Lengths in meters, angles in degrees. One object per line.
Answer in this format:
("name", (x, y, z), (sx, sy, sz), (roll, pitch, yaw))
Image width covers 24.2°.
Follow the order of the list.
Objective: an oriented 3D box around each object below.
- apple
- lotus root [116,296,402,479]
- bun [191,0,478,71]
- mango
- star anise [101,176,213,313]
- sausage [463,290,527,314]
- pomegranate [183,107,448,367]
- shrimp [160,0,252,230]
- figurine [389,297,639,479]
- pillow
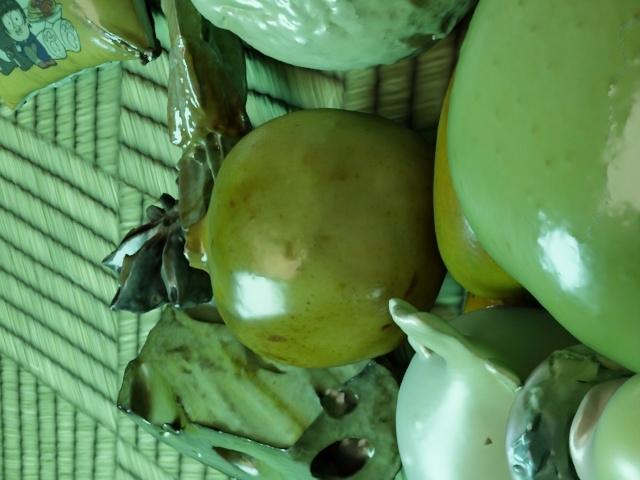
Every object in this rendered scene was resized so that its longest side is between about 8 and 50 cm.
("apple", (0.258, -0.083, 0.851), (0.357, 0.357, 0.357), (20, 118, 43))
("lotus root", (-0.040, 0.147, 1.439), (0.314, 0.142, 0.210), (26, 81, 48))
("bun", (-0.022, -0.301, 1.173), (0.349, 0.227, 0.353), (-7, 100, 47))
("mango", (0.153, -0.056, 1.115), (0.139, 0.175, 0.255), (17, 125, 12))
("star anise", (-0.112, -0.010, 1.449), (0.231, 0.209, 0.089), (-11, 138, 35))
("sausage", (0.149, 0.107, 1.264), (0.062, 0.054, 0.183), (-117, 23, -69))
("pomegranate", (0.007, -0.001, 1.257), (0.233, 0.233, 0.233), (20, 118, 43))
("shrimp", (-0.113, -0.160, 1.353), (0.077, 0.168, 0.317), (-10, 72, 12))
("figurine", (0.170, 0.126, 1.032), (0.274, 0.227, 0.394), (35, 168, -17))
("pillow", (-0.299, -0.307, 1.562), (0.310, 0.119, 0.312), (-7, 100, 53))
